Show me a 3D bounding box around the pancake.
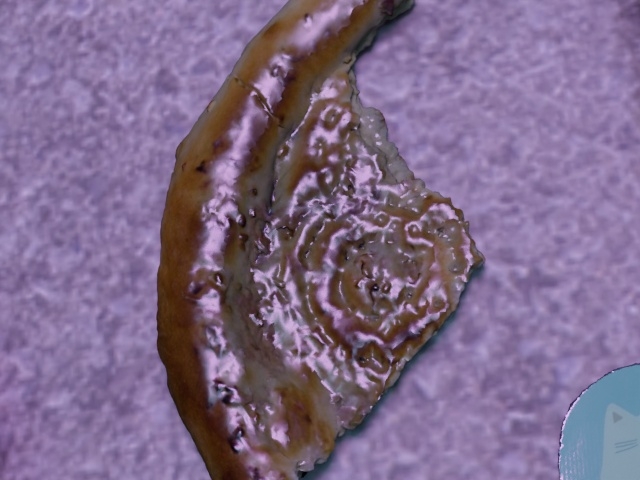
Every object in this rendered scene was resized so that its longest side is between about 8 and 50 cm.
[{"bbox_3d":[-0.002,-0.001,0.714,0.197,0.054,0.376,3,76,6],"label":"pancake"}]

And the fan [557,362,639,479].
[{"bbox_3d":[0.198,0.153,0.675,0.113,0.005,0.175,-14,74,2],"label":"fan"}]
